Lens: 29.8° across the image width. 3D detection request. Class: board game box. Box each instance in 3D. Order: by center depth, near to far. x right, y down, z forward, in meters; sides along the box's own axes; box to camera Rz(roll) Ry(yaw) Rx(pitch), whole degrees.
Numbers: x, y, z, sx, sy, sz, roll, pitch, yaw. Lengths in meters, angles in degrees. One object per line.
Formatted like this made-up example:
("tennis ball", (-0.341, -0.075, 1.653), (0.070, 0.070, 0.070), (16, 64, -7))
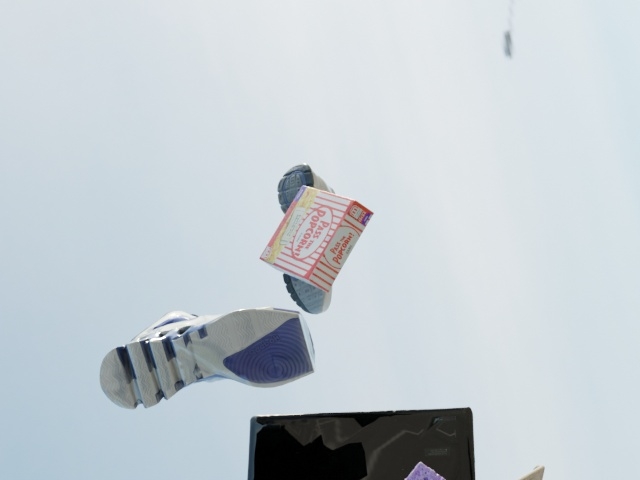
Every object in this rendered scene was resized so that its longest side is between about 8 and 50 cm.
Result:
("board game box", (-0.009, -0.006, 1.944), (0.045, 0.193, 0.147), (33, -97, -27))

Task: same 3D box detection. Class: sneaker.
("sneaker", (-0.171, 0.154, 1.832), (0.182, 0.315, 0.128), (-98, -2, -78))
("sneaker", (0.000, 0.000, 2.296), (0.129, 0.111, 0.297), (22, -121, -47))

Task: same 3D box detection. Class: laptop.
("laptop", (0.080, 0.518, 2.037), (0.236, 0.381, 0.408), (70, -161, -62))

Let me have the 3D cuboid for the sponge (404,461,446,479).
("sponge", (0.096, 0.372, 1.417), (0.210, 0.117, 0.031), (-45, -39, -18))

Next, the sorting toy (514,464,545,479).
("sorting toy", (0.308, 0.465, 1.934), (0.208, 0.038, 0.193), (0, -78, -69))
